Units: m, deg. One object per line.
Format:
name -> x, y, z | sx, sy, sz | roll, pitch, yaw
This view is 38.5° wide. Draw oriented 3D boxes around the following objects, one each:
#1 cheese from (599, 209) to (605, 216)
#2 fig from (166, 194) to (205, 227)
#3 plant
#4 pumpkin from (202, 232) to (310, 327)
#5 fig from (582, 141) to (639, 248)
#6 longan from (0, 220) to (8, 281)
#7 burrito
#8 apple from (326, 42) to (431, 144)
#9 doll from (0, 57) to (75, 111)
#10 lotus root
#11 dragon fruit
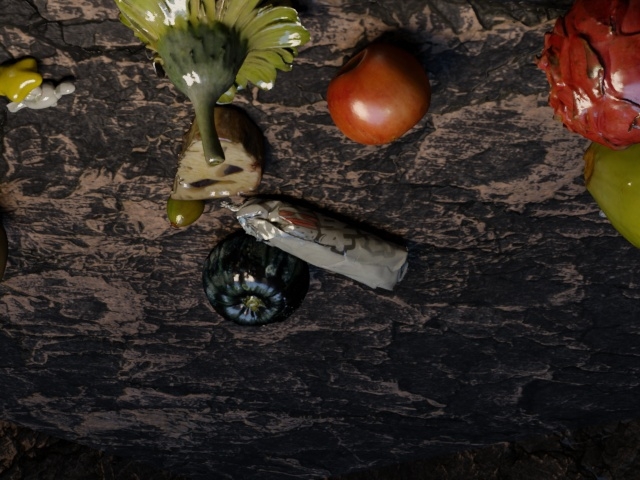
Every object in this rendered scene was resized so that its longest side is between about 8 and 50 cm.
cheese -> 0.570, -0.090, 1.703 | 0.092, 0.047, 0.171 | 21, 147, -26
fig -> -0.272, -0.061, 1.818 | 0.074, 0.088, 0.074 | 16, 144, 12
plant -> -0.183, -0.265, 1.358 | 0.306, 0.297, 0.261 | 6, -175, -35
pumpkin -> -0.138, 0.083, 1.977 | 0.233, 0.163, 0.233 | 2, 139, 2
fig -> 0.592, -0.102, 1.428 | 0.343, 0.343, 0.343 | 3, 150, 2
longan -> -0.804, 0.017, 1.815 | 0.361, 0.361, 0.361 | 3, 150, 2
burrito -> 0.000, 0.000, 1.876 | 0.445, 0.101, 0.139 | 22, 161, -28
apple -> 0.088, -0.228, 1.417 | 0.163, 0.163, 0.139 | -23, 127, 39
doll -> -0.478, -0.251, 1.538 | 0.135, 0.071, 0.113 | -2, 158, 2
lotus root -> -0.184, -0.147, 1.676 | 0.170, 0.074, 0.260 | 6, 151, -9
dragon fruit -> 0.428, -0.246, 1.274 | 0.241, 0.241, 0.252 | 27, 116, -34
